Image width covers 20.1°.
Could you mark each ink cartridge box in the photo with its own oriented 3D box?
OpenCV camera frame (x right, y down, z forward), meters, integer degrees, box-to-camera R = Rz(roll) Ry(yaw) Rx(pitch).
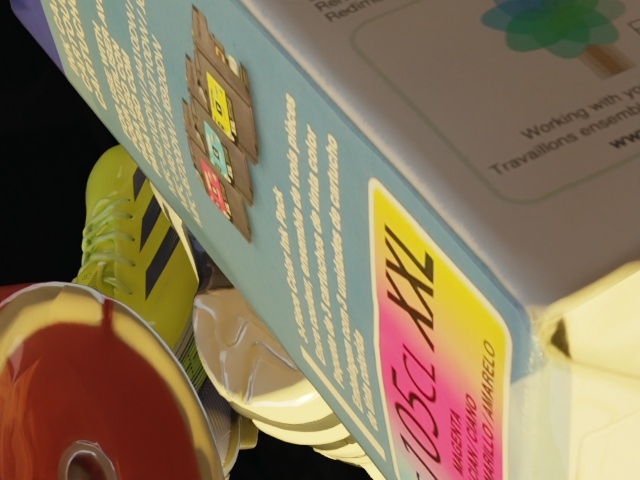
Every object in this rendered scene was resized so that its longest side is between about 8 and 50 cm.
[{"bbox_3d":[0.063,-0.104,0.559,0.270,0.151,0.395,-24,-130,-19],"label":"ink cartridge box"}]

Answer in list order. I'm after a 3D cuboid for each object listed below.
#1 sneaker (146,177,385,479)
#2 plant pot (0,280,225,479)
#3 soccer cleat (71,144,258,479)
[{"bbox_3d":[0.000,0.000,0.771,0.153,0.094,0.235,53,-167,-51],"label":"sneaker"},{"bbox_3d":[-0.198,0.145,0.896,0.275,0.243,0.275,35,-135,-46],"label":"plant pot"},{"bbox_3d":[-0.124,0.037,1.177,0.121,0.093,0.289,10,-136,-30],"label":"soccer cleat"}]
